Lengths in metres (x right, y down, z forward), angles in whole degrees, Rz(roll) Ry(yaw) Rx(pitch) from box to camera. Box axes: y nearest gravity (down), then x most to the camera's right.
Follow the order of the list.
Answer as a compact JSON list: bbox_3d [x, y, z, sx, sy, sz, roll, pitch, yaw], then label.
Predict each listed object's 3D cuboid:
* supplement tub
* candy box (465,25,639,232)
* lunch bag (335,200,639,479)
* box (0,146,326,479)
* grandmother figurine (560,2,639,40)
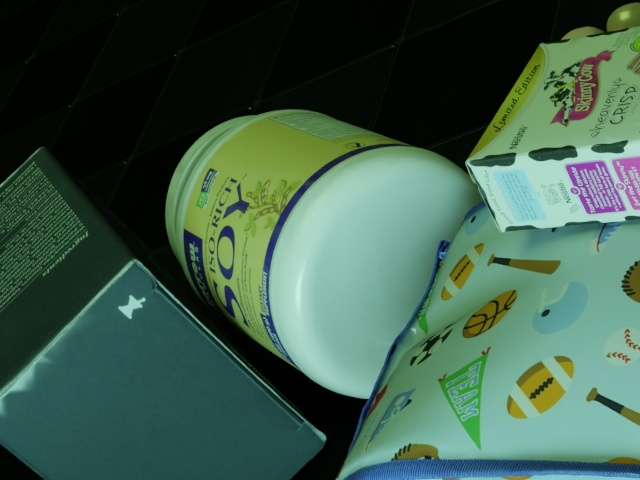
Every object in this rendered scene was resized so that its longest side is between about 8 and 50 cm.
[{"bbox_3d":[0.000,0.000,1.529,0.241,0.241,0.331,-48,29,-10],"label":"supplement tub"},{"bbox_3d":[0.240,-0.089,1.091,0.233,0.071,0.159,-7,36,38],"label":"candy box"},{"bbox_3d":[0.219,0.103,1.130,0.385,0.239,0.328,-3,44,35],"label":"lunch bag"},{"bbox_3d":[-0.221,0.117,1.588,0.212,0.293,0.395,-45,29,-3],"label":"box"},{"bbox_3d":[0.279,-0.093,1.461,0.208,0.104,0.342,-38,25,26],"label":"grandmother figurine"}]
